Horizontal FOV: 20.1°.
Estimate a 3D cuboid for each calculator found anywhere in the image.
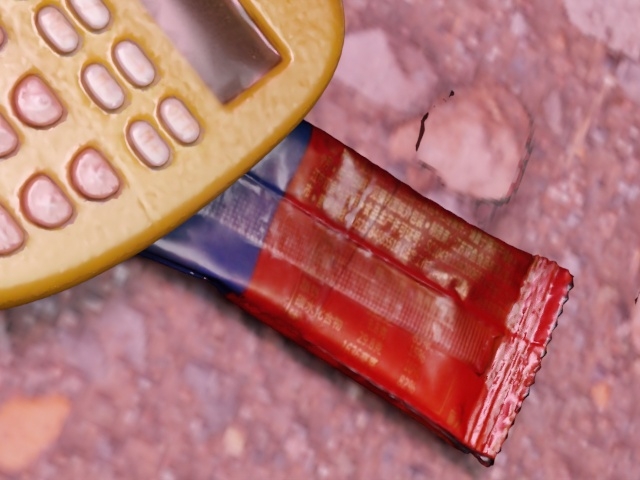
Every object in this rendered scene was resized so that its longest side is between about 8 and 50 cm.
[{"bbox_3d":[-0.076,-0.074,0.579,0.235,0.032,0.146,-40,96,-23],"label":"calculator"}]

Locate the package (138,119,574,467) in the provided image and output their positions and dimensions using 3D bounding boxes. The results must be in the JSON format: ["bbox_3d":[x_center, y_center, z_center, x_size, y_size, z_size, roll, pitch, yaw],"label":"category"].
[{"bbox_3d":[0.000,0.000,0.634,0.200,0.022,0.083,31,70,-22],"label":"package"}]
